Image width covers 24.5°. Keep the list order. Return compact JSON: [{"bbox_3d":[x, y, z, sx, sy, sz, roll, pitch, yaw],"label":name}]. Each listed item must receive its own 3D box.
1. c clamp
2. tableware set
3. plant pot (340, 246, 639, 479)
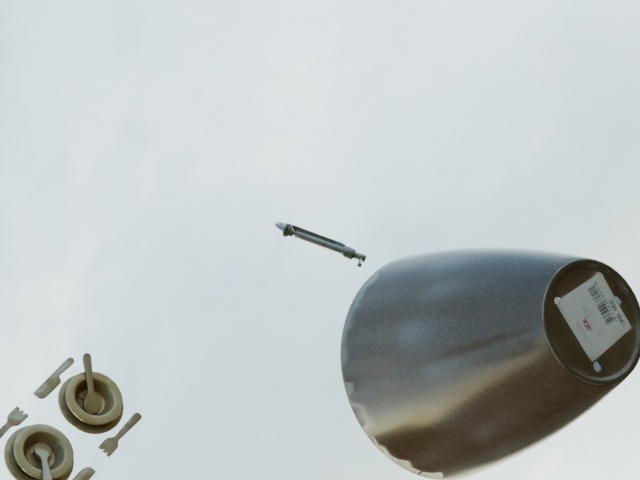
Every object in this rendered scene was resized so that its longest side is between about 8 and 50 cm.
[{"bbox_3d":[0.000,0.000,2.284,0.137,0.161,0.022,-22,-48,-79],"label":"c clamp"},{"bbox_3d":[-0.311,0.227,1.820,0.194,0.128,0.039,-50,-2,-44],"label":"tableware set"},{"bbox_3d":[0.167,0.091,1.295,0.215,0.215,0.230,-34,5,-33],"label":"plant pot"}]
